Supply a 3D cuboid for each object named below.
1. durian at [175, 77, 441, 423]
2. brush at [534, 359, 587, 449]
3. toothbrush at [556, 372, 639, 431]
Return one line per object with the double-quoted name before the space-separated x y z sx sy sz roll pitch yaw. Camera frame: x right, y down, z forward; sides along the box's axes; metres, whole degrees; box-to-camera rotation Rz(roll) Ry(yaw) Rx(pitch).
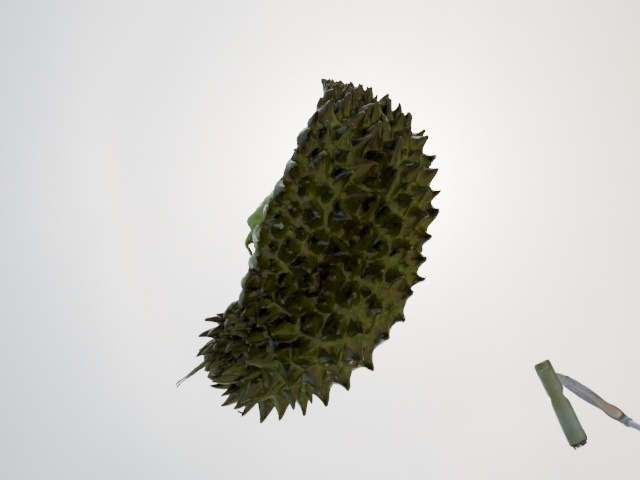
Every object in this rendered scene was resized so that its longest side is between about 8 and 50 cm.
"durian" 0.001 0.004 0.628 0.157 0.169 0.355 29 -103 -18
"brush" 0.423 0.286 1.171 0.030 0.033 0.178 47 -160 -33
"toothbrush" 0.588 0.345 1.350 0.028 0.375 0.037 -46 -68 -3
